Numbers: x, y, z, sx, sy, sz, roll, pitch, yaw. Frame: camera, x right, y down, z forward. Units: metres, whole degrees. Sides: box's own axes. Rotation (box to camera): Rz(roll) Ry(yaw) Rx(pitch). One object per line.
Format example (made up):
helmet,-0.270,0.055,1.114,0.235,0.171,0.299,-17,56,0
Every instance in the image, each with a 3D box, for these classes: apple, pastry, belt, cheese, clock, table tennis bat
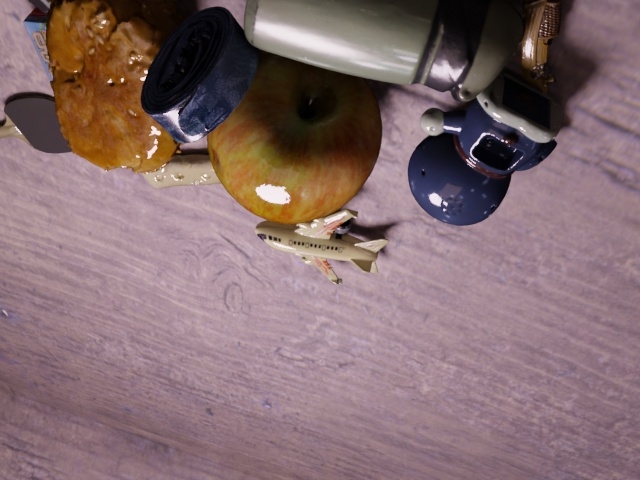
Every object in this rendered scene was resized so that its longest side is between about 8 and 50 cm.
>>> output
apple,-0.044,-0.149,1.129,0.265,0.264,0.264,12,141,10
pastry,-0.302,-0.259,1.175,0.255,0.162,0.310,26,132,15
belt,-0.165,-0.223,1.014,0.142,0.190,0.082,4,152,39
cheese,-0.246,-0.130,1.402,0.194,0.043,0.064,-1,132,27
clock,0.230,-0.129,1.124,0.200,0.146,0.243,24,134,-12
table tennis bat,-0.563,-0.215,1.453,0.247,0.022,0.138,-3,136,25

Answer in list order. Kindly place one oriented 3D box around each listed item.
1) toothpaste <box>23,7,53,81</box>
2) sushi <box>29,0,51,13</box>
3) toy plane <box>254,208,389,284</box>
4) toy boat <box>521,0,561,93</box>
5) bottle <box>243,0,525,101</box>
toothpaste,-0.426,-0.296,1.277,0.070,0.044,0.193,8,141,15
sushi,-0.417,-0.441,1.113,0.139,0.031,0.201,40,134,-23
toy plane,0.000,0.000,1.412,0.245,0.092,0.229,18,144,4
toy boat,0.295,-0.260,1.009,0.049,0.047,0.149,5,138,18
bottle,0.085,-0.287,0.979,0.347,0.168,0.168,16,142,0
